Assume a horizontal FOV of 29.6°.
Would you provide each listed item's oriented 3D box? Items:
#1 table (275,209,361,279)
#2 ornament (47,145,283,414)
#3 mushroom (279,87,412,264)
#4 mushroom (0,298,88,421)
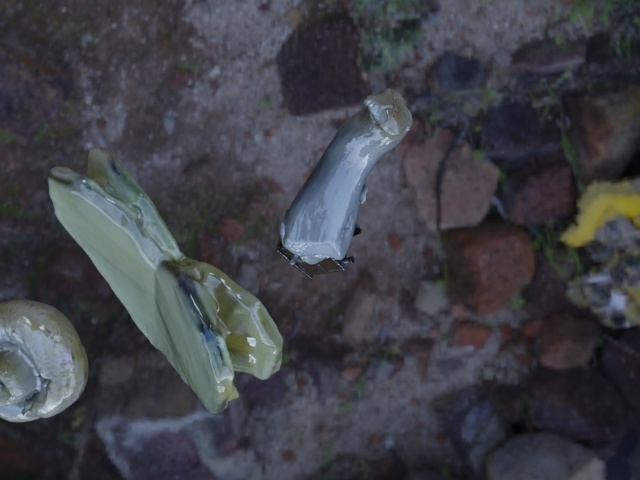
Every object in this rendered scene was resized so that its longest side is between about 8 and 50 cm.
[{"bbox_3d":[0.000,0.000,1.713,0.082,0.070,0.083,-10,143,36],"label":"table"},{"bbox_3d":[-0.116,0.039,0.873,0.201,0.059,0.180,48,157,15],"label":"ornament"},{"bbox_3d":[0.030,-0.077,1.561,0.099,0.096,0.278,20,118,-18],"label":"mushroom"},{"bbox_3d":[-0.325,0.134,1.332,0.148,0.112,0.148,13,122,21],"label":"mushroom"}]
